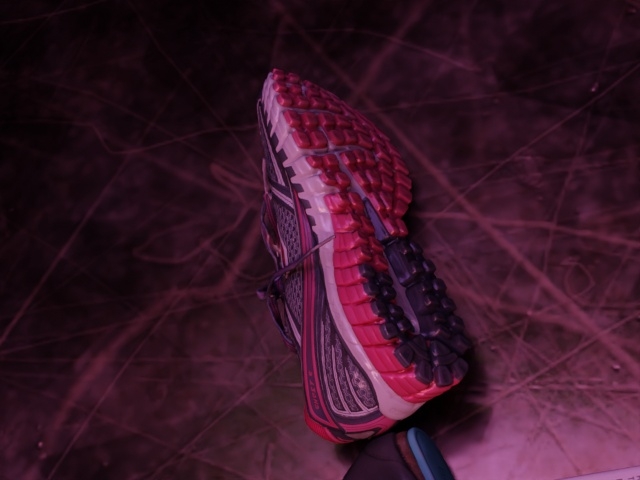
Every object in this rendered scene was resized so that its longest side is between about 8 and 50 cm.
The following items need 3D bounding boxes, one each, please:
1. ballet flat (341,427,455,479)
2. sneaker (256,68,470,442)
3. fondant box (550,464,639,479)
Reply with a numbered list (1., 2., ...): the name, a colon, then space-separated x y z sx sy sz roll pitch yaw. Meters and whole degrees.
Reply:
1. ballet flat: 0.087 0.247 0.977 0.096 0.095 0.280 -37 50 9
2. sneaker: 0.000 0.000 1.104 0.112 0.121 0.299 -41 47 31
3. fondant box: 0.301 0.182 0.851 0.330 0.238 0.096 -11 62 12
